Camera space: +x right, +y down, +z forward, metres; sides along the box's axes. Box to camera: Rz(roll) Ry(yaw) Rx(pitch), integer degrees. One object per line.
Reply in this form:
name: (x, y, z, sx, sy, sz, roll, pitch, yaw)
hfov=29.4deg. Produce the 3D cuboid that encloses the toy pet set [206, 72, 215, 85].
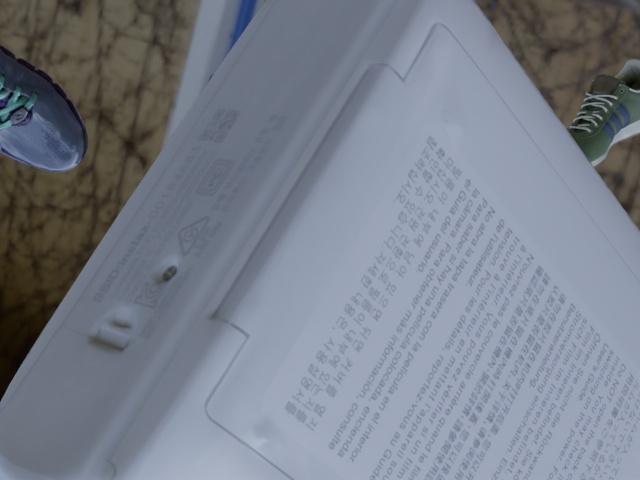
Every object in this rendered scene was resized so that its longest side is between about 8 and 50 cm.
toy pet set: (-0.051, -0.118, 0.933, 0.065, 0.122, 0.114, 15, -138, -1)

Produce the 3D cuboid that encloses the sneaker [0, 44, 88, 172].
sneaker: (-0.293, -0.133, 1.029, 0.223, 0.083, 0.098, 44, -171, -14)

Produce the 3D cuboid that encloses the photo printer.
photo printer: (0.043, 0.064, 0.536, 0.107, 0.256, 0.307, 12, 156, 48)

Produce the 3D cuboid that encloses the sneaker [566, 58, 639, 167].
sneaker: (0.314, -0.146, 1.379, 0.064, 0.086, 0.192, 21, -141, 41)
